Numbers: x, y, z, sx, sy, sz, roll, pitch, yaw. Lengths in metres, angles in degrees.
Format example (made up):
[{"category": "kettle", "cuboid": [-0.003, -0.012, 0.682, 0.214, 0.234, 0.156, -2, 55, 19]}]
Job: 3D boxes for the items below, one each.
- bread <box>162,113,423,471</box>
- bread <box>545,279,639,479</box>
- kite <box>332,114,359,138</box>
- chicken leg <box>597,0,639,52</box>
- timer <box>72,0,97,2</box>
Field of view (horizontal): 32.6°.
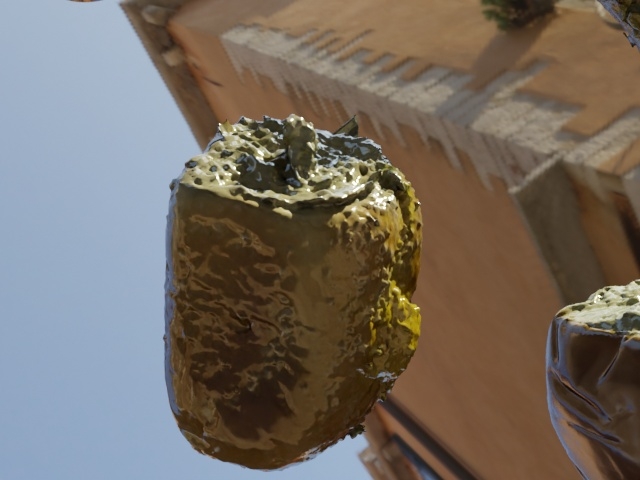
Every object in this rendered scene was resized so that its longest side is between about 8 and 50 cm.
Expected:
[{"category": "bread", "cuboid": [-0.012, 0.029, 0.788, 0.176, 0.195, 0.247, 8, -68, 6]}, {"category": "bread", "cuboid": [0.384, 0.173, 1.153, 0.224, 0.279, 0.250, -25, -75, -28]}, {"category": "kite", "cuboid": [0.000, 0.000, 1.404, 0.011, 0.314, 0.336, 2, -78, -43]}, {"category": "chicken leg", "cuboid": [0.325, -0.283, 1.134, 0.201, 0.152, 0.429, -39, -79, -30]}, {"category": "timer", "cuboid": [-0.207, -0.283, 0.924, 0.132, 0.152, 0.132, 0, -91, -7]}]
